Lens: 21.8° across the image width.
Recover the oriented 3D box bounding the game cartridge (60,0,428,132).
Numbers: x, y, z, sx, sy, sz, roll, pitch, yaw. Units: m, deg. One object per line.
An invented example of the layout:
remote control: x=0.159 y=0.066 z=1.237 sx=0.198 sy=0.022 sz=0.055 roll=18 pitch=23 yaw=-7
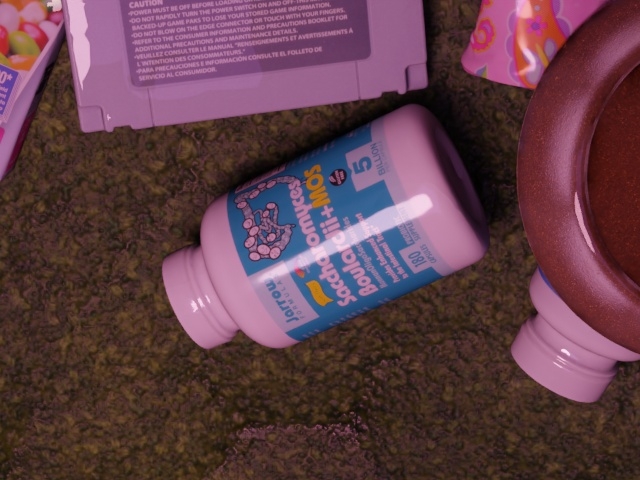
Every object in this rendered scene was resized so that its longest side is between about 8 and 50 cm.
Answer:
game cartridge: x=-0.064 y=-0.202 z=1.371 sx=0.297 sy=0.062 sz=0.198 roll=-7 pitch=108 yaw=-5

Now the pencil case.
pencil case: x=0.192 y=-0.260 z=1.320 sx=0.124 sy=0.124 sz=0.284 roll=9 pitch=111 yaw=3

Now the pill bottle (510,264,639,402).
pill bottle: x=0.254 y=0.024 z=1.412 sx=0.124 sy=0.124 sz=0.221 roll=26 pitch=111 yaw=-4

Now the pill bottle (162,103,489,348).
pill bottle: x=0.000 y=0.000 z=1.420 sx=0.264 sy=0.146 sz=0.146 roll=-26 pitch=106 yaw=15

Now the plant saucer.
plant saucer: x=0.309 y=-0.053 z=1.295 sx=0.310 sy=0.050 sz=0.311 roll=-1 pitch=96 yaw=-5

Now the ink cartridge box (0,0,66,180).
ink cartridge box: x=-0.301 y=-0.221 z=1.418 sx=0.185 sy=0.065 sz=0.311 roll=25 pitch=109 yaw=-4
